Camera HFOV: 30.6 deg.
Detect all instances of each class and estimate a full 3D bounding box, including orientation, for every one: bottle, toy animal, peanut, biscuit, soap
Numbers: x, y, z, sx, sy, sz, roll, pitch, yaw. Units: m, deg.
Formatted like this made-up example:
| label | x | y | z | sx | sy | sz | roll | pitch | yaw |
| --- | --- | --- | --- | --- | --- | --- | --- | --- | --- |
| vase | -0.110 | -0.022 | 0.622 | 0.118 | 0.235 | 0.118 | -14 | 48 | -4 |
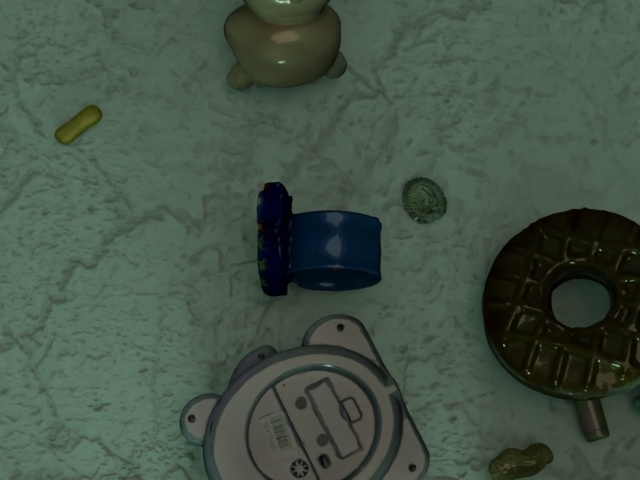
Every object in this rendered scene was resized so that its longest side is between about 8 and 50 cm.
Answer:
| label | x | y | z | sx | sy | sz | roll | pitch | yaw |
| --- | --- | --- | --- | --- | --- | --- | --- | --- | --- |
| bottle | 0.443 | 0.281 | 1.925 | 0.045 | 0.045 | 0.096 | -12 | 79 | -11 |
| toy animal | -0.053 | -0.381 | 1.943 | 0.209 | 0.221 | 0.230 | -4 | 74 | -11 |
| peanut | 0.323 | 0.358 | 1.887 | 0.113 | 0.054 | 0.054 | -13 | 77 | -13 |
| biscuit | 0.420 | 0.103 | 1.890 | 0.332 | 0.103 | 0.332 | -6 | 64 | 12 |
| soap | -0.404 | -0.194 | 1.954 | 0.089 | 0.012 | 0.034 | -39 | 84 | -15 |

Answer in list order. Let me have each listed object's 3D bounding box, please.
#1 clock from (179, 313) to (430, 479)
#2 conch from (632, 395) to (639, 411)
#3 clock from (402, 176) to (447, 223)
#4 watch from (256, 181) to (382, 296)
| label | x | y | z | sx | sy | sz | roll | pitch | yaw |
| --- | --- | --- | --- | --- | --- | --- | --- | --- | --- |
| clock | -0.027 | 0.292 | 1.757 | 0.322 | 0.113 | 0.296 | -25 | 80 | -12 |
| conch | 0.605 | 0.242 | 1.889 | 0.169 | 0.203 | 0.386 | 22 | 51 | -37 |
| clock | 0.177 | -0.070 | 2.001 | 0.074 | 0.010 | 0.083 | -25 | 79 | -13 |
| watch | 0.000 | 0.007 | 1.866 | 0.200 | 0.196 | 0.171 | 3 | 84 | 1 |
